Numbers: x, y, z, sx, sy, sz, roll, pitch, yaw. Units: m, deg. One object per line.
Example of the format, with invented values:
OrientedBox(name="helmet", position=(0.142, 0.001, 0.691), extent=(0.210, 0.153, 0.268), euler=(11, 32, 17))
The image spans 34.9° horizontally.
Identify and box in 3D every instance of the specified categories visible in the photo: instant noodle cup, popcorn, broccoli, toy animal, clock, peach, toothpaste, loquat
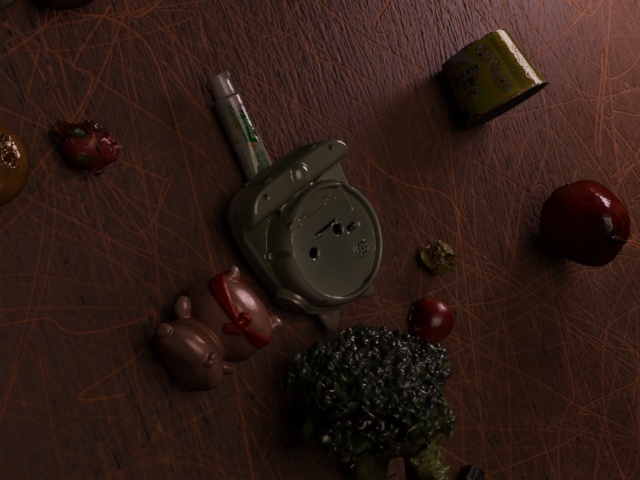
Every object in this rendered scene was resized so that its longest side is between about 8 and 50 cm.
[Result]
OrientedBox(name="instant noodle cup", position=(0.365, -0.349, 2.171), extent=(0.205, 0.205, 0.153), euler=(-27, 88, -37))
OrientedBox(name="popcorn", position=(0.236, 0.038, 2.061), extent=(0.083, 0.068, 0.059), euler=(17, 22, -6))
OrientedBox(name="broccoli", position=(0.082, 0.302, 1.794), extent=(0.293, 0.348, 0.281), euler=(2, 112, 3))
OrientedBox(name="toy animal", position=(-0.173, 0.145, 1.692), extent=(0.198, 0.171, 0.171), euler=(-41, 102, -27))
OrientedBox(name="clock", position=(0.000, 0.000, 1.854), extent=(0.265, 0.109, 0.324), euler=(-42, 111, -35))
OrientedBox(name="peach", position=(0.225, 0.157, 2.018), extent=(0.098, 0.061, 0.098), euler=(7, 79, -39))
OrientedBox(name="toothpaste", position=(-0.127, -0.157, 1.865), extent=(0.058, 0.056, 0.314), euler=(-24, 97, 4))
OrientedBox(name="loquat", position=(-0.505, -0.115, 1.534), extent=(0.141, 0.141, 0.141), euler=(10, 73, -33))

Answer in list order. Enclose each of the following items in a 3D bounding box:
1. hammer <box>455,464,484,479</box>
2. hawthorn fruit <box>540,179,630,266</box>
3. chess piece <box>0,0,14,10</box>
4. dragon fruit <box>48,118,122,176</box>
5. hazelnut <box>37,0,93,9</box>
OrientedBox(name="hammer", position=(0.387, 0.597, 2.031), extent=(0.365, 0.043, 0.111), euler=(44, 57, -19))
OrientedBox(name="hawthorn fruit", position=(0.586, -0.027, 2.206), extent=(0.190, 0.251, 0.189), euler=(-9, 118, -17))
OrientedBox(name="chess piece", position=(-0.525, -0.521, 1.613), extent=(0.182, 0.182, 0.330), euler=(13, 76, -32))
OrientedBox(name="dragon fruit", position=(-0.386, -0.160, 1.664), extent=(0.116, 0.086, 0.081), euler=(28, 101, -18))
OrientedBox(name="hazelnut", position=(-0.424, -0.456, 1.690), extent=(0.143, 0.143, 0.154), euler=(-11, 77, -36))
